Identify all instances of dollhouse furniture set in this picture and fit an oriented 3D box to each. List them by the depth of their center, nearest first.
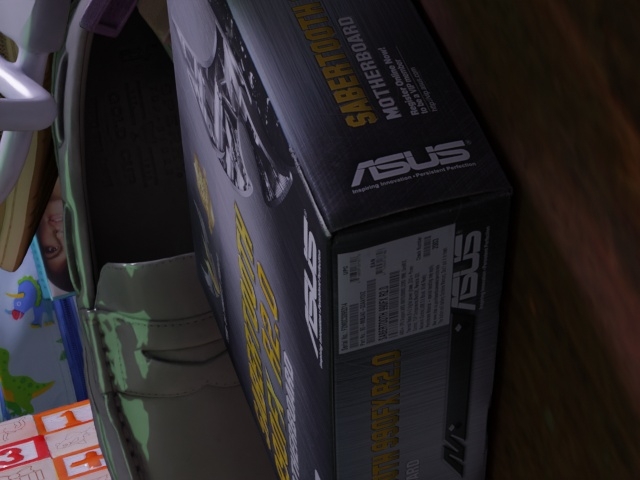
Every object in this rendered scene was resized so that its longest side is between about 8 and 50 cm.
[{"bbox_3d":[-0.026,-0.101,0.726,0.081,0.091,0.114,32,-173,8],"label":"dollhouse furniture set"}]

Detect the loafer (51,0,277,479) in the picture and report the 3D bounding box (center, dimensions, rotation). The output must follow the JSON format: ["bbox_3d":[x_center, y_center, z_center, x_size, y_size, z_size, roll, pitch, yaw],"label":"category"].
[{"bbox_3d":[-0.067,0.029,0.836,0.111,0.112,0.319,90,164,-80],"label":"loafer"}]

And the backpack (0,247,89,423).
[{"bbox_3d":[-0.235,0.003,1.370,0.355,0.273,0.290,54,156,21],"label":"backpack"}]

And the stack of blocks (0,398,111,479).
[{"bbox_3d":[-0.165,0.168,1.017,0.171,0.297,0.087,-142,38,-70],"label":"stack of blocks"}]

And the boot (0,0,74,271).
[{"bbox_3d":[-0.235,-0.098,0.937,0.262,0.203,0.095,100,179,-48],"label":"boot"}]

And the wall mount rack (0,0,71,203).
[{"bbox_3d":[-0.192,-0.194,0.738,0.304,0.130,0.350,34,117,48],"label":"wall mount rack"}]

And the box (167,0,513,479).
[{"bbox_3d":[0.000,0.000,0.605,0.231,0.056,0.183,89,161,-51],"label":"box"}]

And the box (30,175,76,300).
[{"bbox_3d":[-0.165,-0.089,1.183,0.060,0.100,0.244,173,82,-78],"label":"box"}]
